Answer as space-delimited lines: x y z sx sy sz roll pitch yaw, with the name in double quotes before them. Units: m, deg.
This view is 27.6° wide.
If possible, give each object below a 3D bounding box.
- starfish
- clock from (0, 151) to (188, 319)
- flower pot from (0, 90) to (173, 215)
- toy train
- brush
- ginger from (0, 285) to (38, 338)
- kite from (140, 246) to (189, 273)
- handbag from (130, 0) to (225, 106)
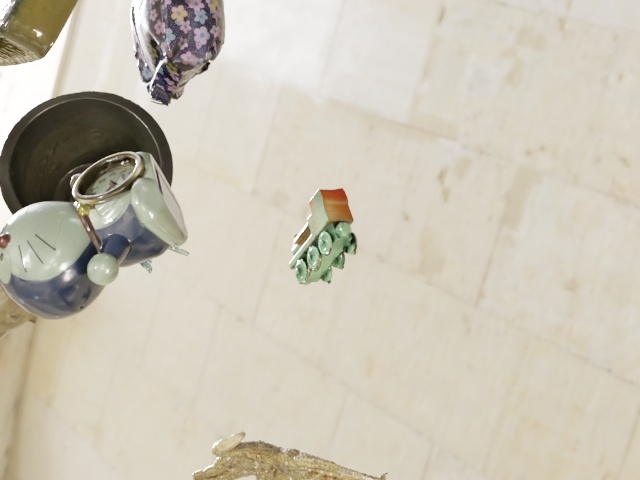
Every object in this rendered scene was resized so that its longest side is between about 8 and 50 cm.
"starfish" -0.053 0.326 1.824 0.299 0.060 0.302 24 153 -28
"clock" -0.296 0.001 1.647 0.146 0.243 0.200 60 -178 -38
"flower pot" -0.363 -0.087 2.067 0.269 0.269 0.166 17 160 4
"toy train" 0.000 0.000 2.266 0.074 0.176 0.118 -1 -122 -30
"brush" -0.288 -0.232 1.238 0.059 0.123 0.197 31 167 -31
"ginger" -0.544 0.008 1.894 0.244 0.155 0.304 -3 131 51
"kite" -0.313 -0.002 2.442 0.152 0.137 0.005 9 -166 20
"handbag" -0.214 -0.326 1.933 0.126 0.229 0.208 -1 170 -19
